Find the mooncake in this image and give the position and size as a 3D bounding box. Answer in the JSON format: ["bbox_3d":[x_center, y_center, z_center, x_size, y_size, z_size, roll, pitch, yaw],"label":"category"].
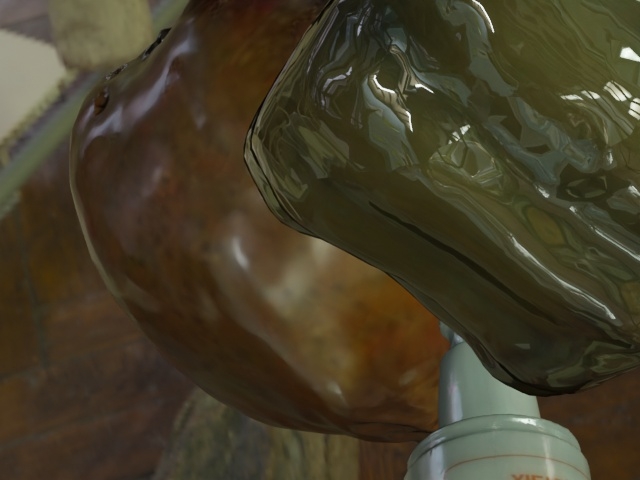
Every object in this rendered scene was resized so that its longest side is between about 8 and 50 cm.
[{"bbox_3d":[0.111,-0.085,0.576,0.161,0.290,0.290,41,56,-3],"label":"mooncake"}]

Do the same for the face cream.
[{"bbox_3d":[0.094,0.142,0.838,0.101,0.101,0.251,-5,52,4],"label":"face cream"}]

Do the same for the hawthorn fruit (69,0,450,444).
[{"bbox_3d":[-0.012,-0.019,1.073,0.308,0.308,0.325,-11,61,-2],"label":"hawthorn fruit"}]
